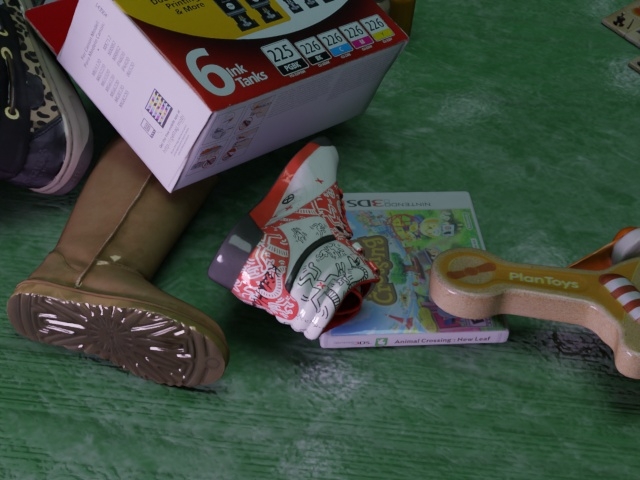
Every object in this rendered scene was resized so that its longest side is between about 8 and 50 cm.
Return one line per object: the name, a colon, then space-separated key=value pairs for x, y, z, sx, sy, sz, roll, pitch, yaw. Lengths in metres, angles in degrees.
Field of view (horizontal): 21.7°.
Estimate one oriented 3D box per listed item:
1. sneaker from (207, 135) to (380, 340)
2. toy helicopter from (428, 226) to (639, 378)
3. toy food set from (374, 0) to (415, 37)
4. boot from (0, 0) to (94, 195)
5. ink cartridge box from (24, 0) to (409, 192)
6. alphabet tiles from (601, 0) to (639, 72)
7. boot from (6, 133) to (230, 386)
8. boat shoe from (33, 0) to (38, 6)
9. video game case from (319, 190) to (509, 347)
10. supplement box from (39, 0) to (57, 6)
sneaker: x=-0.001 y=0.001 z=1.686 sx=0.145 sy=0.090 sz=0.270 roll=33 pitch=34 yaw=2
toy helicopter: x=0.286 y=0.047 z=1.672 sx=0.355 sy=0.140 sz=0.235 roll=8 pitch=38 yaw=0
toy food set: x=-0.001 y=-0.274 z=1.985 sx=0.232 sy=0.104 sz=0.111 roll=5 pitch=43 yaw=-4
boot: x=-0.426 y=-0.201 z=1.721 sx=0.284 sy=0.138 sz=0.377 roll=-2 pitch=54 yaw=-51
ink cartridge box: x=-0.112 y=-0.228 z=1.788 sx=0.309 sy=0.130 sz=0.272 roll=-26 pitch=67 yaw=-43
alphabet tiles: x=0.477 y=-0.236 z=2.089 sx=0.198 sy=0.009 sz=0.237 roll=-29 pitch=54 yaw=-32
boot: x=-0.161 y=0.007 z=1.681 sx=0.236 sy=0.089 sz=0.269 roll=18 pitch=43 yaw=9
boat shoe: x=-0.377 y=-0.284 z=1.968 sx=0.081 sy=0.079 sz=0.227 roll=39 pitch=57 yaw=20
video game case: x=0.082 y=0.026 z=1.742 sx=0.193 sy=0.023 sz=0.212 roll=-1 pitch=44 yaw=-10
supplement box: x=-0.247 y=-0.301 z=2.001 sx=0.130 sy=0.073 sz=0.239 roll=10 pitch=42 yaw=2
